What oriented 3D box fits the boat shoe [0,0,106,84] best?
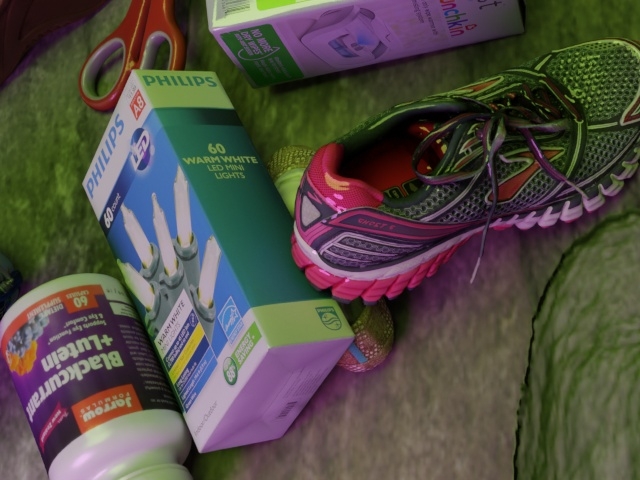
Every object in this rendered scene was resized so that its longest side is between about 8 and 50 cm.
[{"bbox_3d":[-0.279,-0.235,1.120,0.302,0.109,0.098,-42,61,8],"label":"boat shoe"}]

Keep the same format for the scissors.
[{"bbox_3d":[-0.129,-0.234,1.069,0.109,0.021,0.297,23,93,34],"label":"scissors"}]

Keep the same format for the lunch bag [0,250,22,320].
[{"bbox_3d":[-0.343,0.079,0.981,0.219,0.176,0.090,-39,98,1],"label":"lunch bag"}]

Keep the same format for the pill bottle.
[{"bbox_3d":[-0.160,0.129,0.918,0.108,0.108,0.193,-33,61,6],"label":"pill bottle"}]

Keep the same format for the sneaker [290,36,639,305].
[{"bbox_3d":[0.118,-0.062,0.847,0.299,0.112,0.121,-30,62,-20],"label":"sneaker"}]

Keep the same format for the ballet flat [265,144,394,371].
[{"bbox_3d":[0.000,0.000,0.929,0.073,0.067,0.206,-30,61,9],"label":"ballet flat"}]

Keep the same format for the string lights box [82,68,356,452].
[{"bbox_3d":[-0.084,0.010,0.920,0.259,0.077,0.133,61,137,29],"label":"string lights box"}]

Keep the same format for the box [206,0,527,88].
[{"bbox_3d":[0.025,-0.280,0.970,0.231,0.127,0.262,-11,73,10],"label":"box"}]
